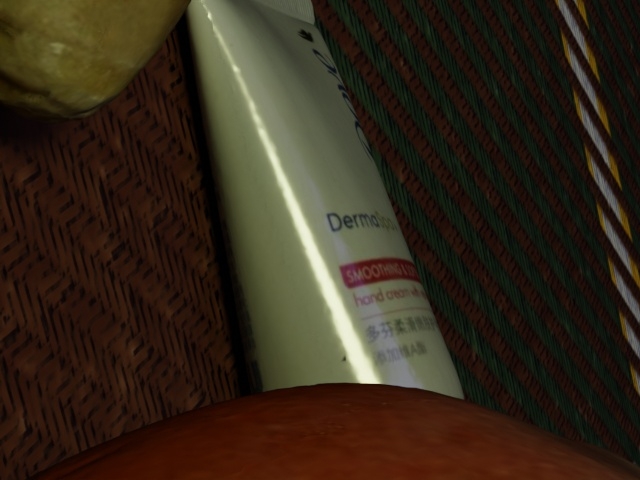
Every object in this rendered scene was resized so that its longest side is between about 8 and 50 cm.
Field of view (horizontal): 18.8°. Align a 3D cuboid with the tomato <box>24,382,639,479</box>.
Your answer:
[{"bbox_3d":[0.014,0.188,0.436,0.321,0.321,0.322,-8,90,-68],"label":"tomato"}]

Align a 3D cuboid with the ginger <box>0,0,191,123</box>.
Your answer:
[{"bbox_3d":[-0.123,-0.222,0.497,0.363,0.122,0.348,11,81,-57],"label":"ginger"}]

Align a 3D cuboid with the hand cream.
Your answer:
[{"bbox_3d":[0.000,0.000,0.795,0.133,0.083,0.248,7,67,-70],"label":"hand cream"}]
